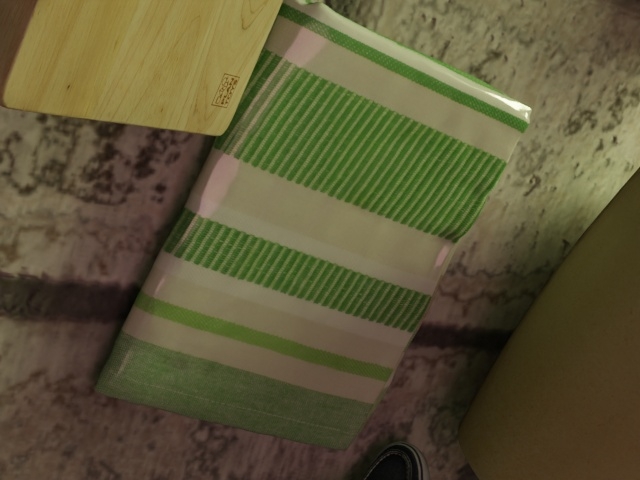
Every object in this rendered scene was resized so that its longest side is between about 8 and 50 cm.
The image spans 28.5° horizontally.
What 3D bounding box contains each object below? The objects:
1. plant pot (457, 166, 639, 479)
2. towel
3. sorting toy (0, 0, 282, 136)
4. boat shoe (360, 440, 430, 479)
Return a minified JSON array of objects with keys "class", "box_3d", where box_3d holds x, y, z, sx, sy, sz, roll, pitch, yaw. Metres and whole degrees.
[{"class":"plant pot","box_3d":[0.258,0.121,1.062,0.274,0.256,0.256,-44,127,15]},{"class":"towel","box_3d":[0.000,0.000,0.967,0.248,0.038,0.325,20,103,-33]},{"class":"sorting toy","box_3d":[-0.095,-0.201,0.720,0.257,0.089,0.255,-65,161,10]},{"class":"boat shoe","box_3d":[0.032,0.244,1.041,0.083,0.065,0.183,47,62,-52]}]
